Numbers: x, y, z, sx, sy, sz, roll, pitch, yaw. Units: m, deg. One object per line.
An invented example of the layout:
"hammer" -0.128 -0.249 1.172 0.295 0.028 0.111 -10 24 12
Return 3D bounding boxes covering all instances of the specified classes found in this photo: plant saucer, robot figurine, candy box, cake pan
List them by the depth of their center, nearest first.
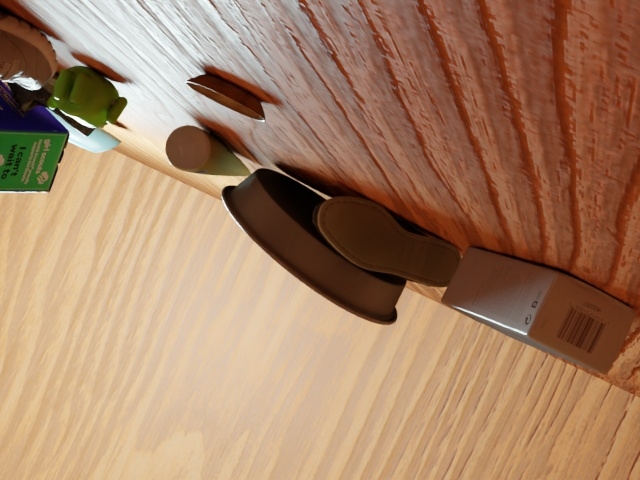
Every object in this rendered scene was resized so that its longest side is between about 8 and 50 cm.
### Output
"plant saucer" -0.086 -0.136 1.283 0.083 0.015 0.083 26 178 1
"robot figurine" -0.298 -0.184 1.764 0.101 0.067 0.115 12 174 16
"cake pan" 0.000 0.000 1.844 0.293 0.054 0.293 35 -167 -9
"candy box" -0.585 -0.189 2.079 0.317 0.122 0.268 -4 -143 -47
"plant saucer" -0.521 -0.237 2.546 0.318 0.043 0.317 26 177 1

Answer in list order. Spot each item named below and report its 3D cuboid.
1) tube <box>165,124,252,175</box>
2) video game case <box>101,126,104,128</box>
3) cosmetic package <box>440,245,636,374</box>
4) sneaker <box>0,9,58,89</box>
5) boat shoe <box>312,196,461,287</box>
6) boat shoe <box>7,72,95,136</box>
"tube" -0.156 -0.119 1.890 0.240 0.062 0.070 12 -123 -81
"video game case" -0.511 -0.272 2.483 0.193 0.023 0.212 25 177 21
"cosmetic package" 0.245 0.076 1.582 0.117 0.085 0.231 27 179 -22
"sneaker" -0.397 -0.216 1.549 0.105 0.115 0.281 25 177 20
"boat shoe" 0.074 0.003 1.745 0.228 0.081 0.069 24 174 -32
"boat shoe" -0.431 -0.228 2.072 0.223 0.073 0.080 26 177 -2
